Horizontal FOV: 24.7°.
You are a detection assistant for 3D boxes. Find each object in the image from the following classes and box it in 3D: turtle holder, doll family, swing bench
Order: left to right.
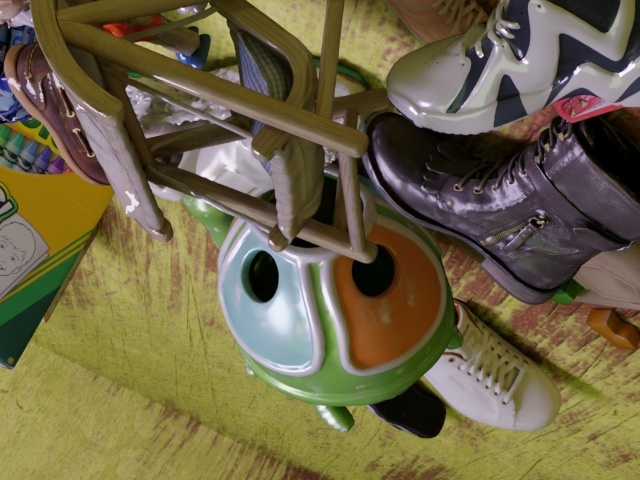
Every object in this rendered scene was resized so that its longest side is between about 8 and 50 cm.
[{"bbox_3d":[-0.205,-0.236,1.291,0.163,0.118,0.263,19,176,-34],"label":"doll family"},{"bbox_3d":[-0.079,-0.104,1.115,0.255,0.165,0.253,4,161,6],"label":"swing bench"},{"bbox_3d":[0.001,0.017,1.568,0.227,0.243,0.320,72,177,-47],"label":"turtle holder"}]

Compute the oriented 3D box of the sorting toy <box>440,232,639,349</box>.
[{"bbox_3d":[0.268,0.044,1.504,0.307,0.041,0.229,36,160,-29],"label":"sorting toy"}]

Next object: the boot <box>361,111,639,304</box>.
[{"bbox_3d":[0.177,-0.063,1.282,0.263,0.091,0.229,38,150,-2],"label":"boot"}]

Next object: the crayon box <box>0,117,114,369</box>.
[{"bbox_3d":[-0.447,-0.072,1.734,0.363,0.313,0.106,37,163,-31],"label":"crayon box"}]

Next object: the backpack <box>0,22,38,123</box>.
[{"bbox_3d":[-0.340,-0.194,1.438,0.117,0.158,0.173,15,-177,8],"label":"backpack"}]

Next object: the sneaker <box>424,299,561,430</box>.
[{"bbox_3d":[0.184,0.149,1.817,0.290,0.106,0.123,30,165,-8],"label":"sneaker"}]

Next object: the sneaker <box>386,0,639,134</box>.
[{"bbox_3d":[0.134,-0.159,0.995,0.235,0.094,0.153,1,137,34],"label":"sneaker"}]

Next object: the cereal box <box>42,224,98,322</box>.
[{"bbox_3d":[-0.385,0.013,2.129,0.047,0.173,0.240,27,162,2],"label":"cereal box"}]

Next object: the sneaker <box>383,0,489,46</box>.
[{"bbox_3d":[0.092,-0.180,1.095,0.134,0.051,0.070,37,165,-19],"label":"sneaker"}]

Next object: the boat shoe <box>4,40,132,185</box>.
[{"bbox_3d":[-0.220,-0.116,1.401,0.073,0.073,0.207,0,153,25],"label":"boat shoe"}]

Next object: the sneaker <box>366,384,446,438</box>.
[{"bbox_3d":[0.101,0.244,2.245,0.097,0.084,0.235,12,158,41],"label":"sneaker"}]

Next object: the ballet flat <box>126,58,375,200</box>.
[{"bbox_3d":[-0.104,-0.097,1.484,0.409,0.147,0.147,4,152,49],"label":"ballet flat"}]

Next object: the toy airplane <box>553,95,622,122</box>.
[{"bbox_3d":[0.206,-0.136,1.098,0.151,0.028,0.151,21,156,10],"label":"toy airplane"}]
